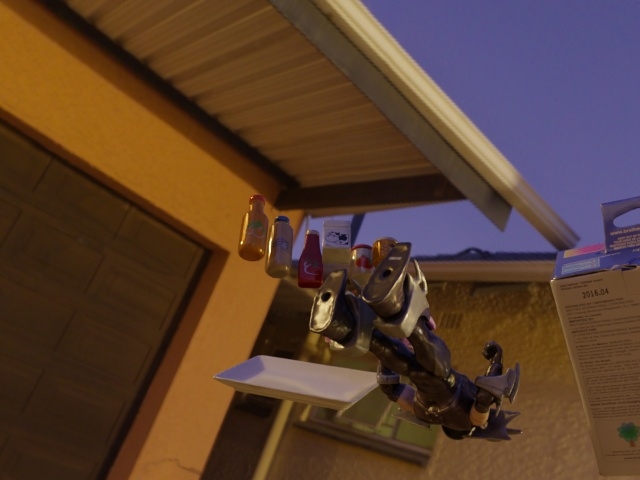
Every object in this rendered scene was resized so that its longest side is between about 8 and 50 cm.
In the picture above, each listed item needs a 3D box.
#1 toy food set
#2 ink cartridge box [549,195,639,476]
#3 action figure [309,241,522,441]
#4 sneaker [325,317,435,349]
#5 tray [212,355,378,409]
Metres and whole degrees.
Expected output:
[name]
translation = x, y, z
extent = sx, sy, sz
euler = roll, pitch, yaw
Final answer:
[toy food set]
translation = 0.000, 0.000, 0.947
extent = 0.232, 0.105, 0.111
euler = 1, -35, 1
[ink cartridge box]
translation = 0.510, 0.133, 0.931
extent = 0.269, 0.151, 0.396
euler = -13, -78, 27
[action figure]
translation = 0.116, 0.135, 0.697
extent = 0.185, 0.099, 0.285
euler = -13, -50, 36
[sneaker]
translation = 0.116, 0.152, 1.103
extent = 0.236, 0.105, 0.095
euler = -12, -33, -40
[tray]
translation = -0.034, 0.242, 1.071
extent = 0.270, 0.030, 0.145
euler = 3, 8, 29
